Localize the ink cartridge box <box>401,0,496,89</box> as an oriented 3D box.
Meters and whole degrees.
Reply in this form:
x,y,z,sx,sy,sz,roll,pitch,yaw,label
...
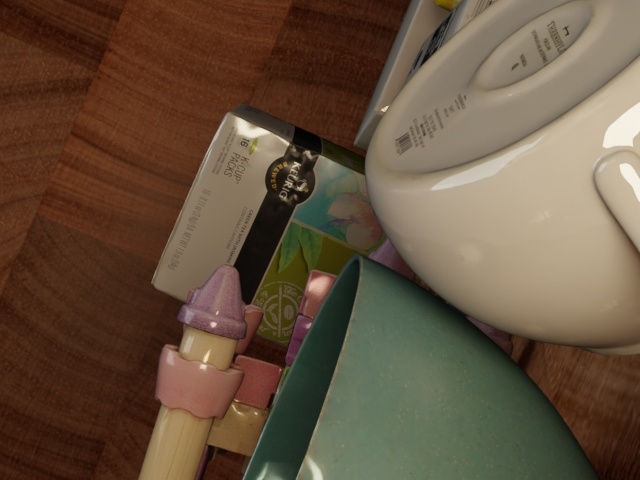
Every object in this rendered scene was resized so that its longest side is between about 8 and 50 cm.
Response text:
x,y,z,sx,sy,sz,roll,pitch,yaw,label
0.173,-0.144,1.265,0.333,0.165,0.065,157,136,-83,ink cartridge box

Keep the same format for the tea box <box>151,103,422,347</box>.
x,y,z,sx,sy,sz,roll,pitch,yaw,label
0.000,0.000,1.624,0.329,0.324,0.220,-90,24,-83,tea box

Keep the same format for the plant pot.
x,y,z,sx,sy,sz,roll,pitch,yaw,label
0.055,0.177,0.779,0.290,0.195,0.290,-158,90,-86,plant pot

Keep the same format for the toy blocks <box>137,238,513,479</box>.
x,y,z,sx,sy,sz,roll,pitch,yaw,label
0.013,0.106,1.143,0.309,0.289,0.260,-158,85,-88,toy blocks

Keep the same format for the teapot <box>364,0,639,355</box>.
x,y,z,sx,sy,sz,roll,pitch,yaw,label
0.161,-0.029,0.701,0.252,0.187,0.256,-10,34,53,teapot

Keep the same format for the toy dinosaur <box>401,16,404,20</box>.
x,y,z,sx,sy,sz,roll,pitch,yaw,label
0.161,-0.223,1.725,0.218,0.164,0.322,101,-175,-60,toy dinosaur

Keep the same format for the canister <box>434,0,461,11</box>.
x,y,z,sx,sy,sz,roll,pitch,yaw,label
0.200,-0.228,1.325,0.126,0.170,0.073,-86,19,-78,canister

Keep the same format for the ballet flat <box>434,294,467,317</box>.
x,y,z,sx,sy,sz,roll,pitch,yaw,label
0.133,0.069,1.302,0.203,0.074,0.074,-147,79,-80,ballet flat

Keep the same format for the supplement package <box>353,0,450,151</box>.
x,y,z,sx,sy,sz,roll,pitch,yaw,label
0.178,-0.221,1.542,0.175,0.178,0.293,131,163,-79,supplement package

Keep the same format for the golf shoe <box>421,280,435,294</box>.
x,y,z,sx,sy,sz,roll,pitch,yaw,label
0.169,0.003,1.249,0.186,0.086,0.067,-46,-35,-40,golf shoe
